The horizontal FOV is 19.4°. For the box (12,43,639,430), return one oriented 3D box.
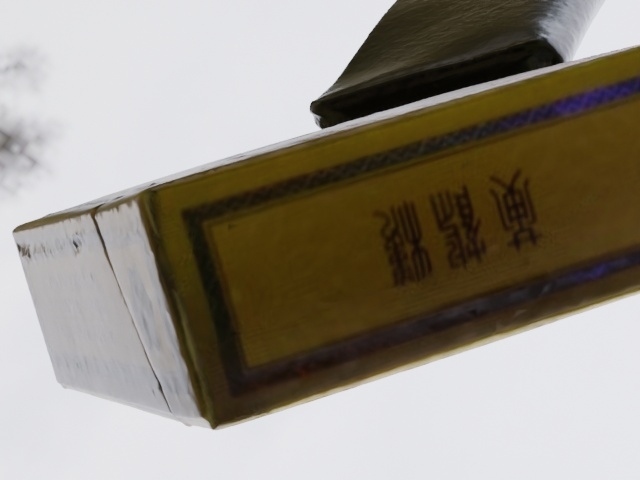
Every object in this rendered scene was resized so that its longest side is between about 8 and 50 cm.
[{"bbox_3d":[0.000,0.000,0.733,0.192,0.084,0.301,-18,-176,-16],"label":"box"}]

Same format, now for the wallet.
[{"bbox_3d":[0.090,-0.119,1.040,0.149,0.044,0.250,-14,-160,23],"label":"wallet"}]
